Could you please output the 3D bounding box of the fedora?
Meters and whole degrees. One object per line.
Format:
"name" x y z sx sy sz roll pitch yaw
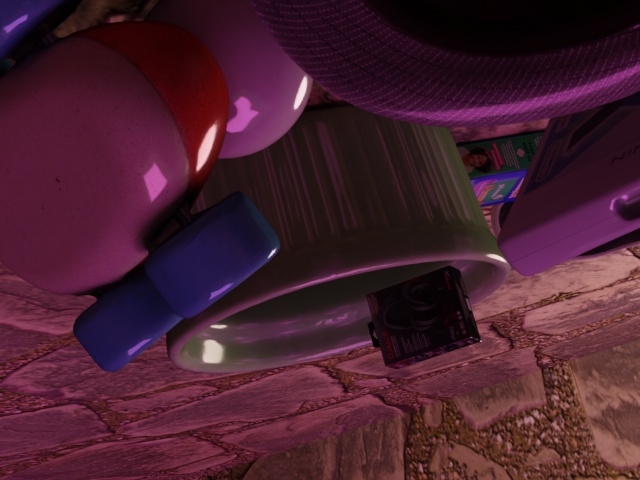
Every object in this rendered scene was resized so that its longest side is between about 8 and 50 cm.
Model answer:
"fedora" 0.092 -0.184 0.623 0.275 0.243 0.124 -27 -169 11

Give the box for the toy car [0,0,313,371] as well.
"toy car" -0.090 -0.083 0.858 0.238 0.219 0.210 -39 -178 -39

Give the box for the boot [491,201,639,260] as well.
"boot" 0.310 -0.031 1.528 0.244 0.088 0.176 -5 -177 7

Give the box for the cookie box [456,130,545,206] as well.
"cookie box" 0.166 -0.065 1.340 0.107 0.040 0.092 -11 163 -16

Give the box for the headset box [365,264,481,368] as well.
"headset box" 0.078 0.063 1.111 0.083 0.062 0.032 -19 163 18

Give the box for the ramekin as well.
"ramekin" 0.000 0.000 1.215 0.303 0.148 0.303 -14 164 -4

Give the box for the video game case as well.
"video game case" 0.267 -0.136 0.831 0.300 0.036 0.329 -28 -160 38
